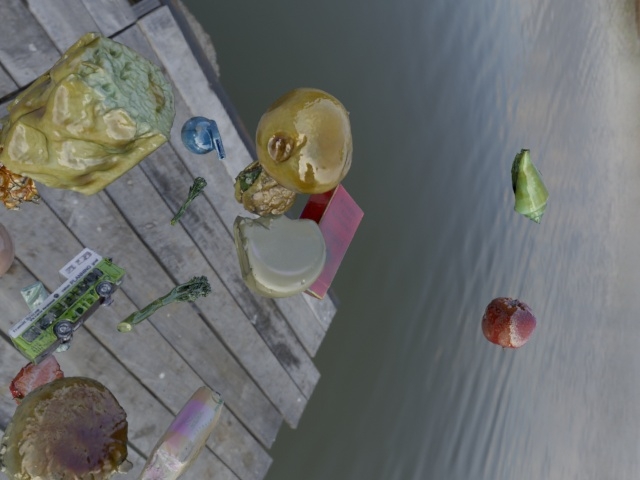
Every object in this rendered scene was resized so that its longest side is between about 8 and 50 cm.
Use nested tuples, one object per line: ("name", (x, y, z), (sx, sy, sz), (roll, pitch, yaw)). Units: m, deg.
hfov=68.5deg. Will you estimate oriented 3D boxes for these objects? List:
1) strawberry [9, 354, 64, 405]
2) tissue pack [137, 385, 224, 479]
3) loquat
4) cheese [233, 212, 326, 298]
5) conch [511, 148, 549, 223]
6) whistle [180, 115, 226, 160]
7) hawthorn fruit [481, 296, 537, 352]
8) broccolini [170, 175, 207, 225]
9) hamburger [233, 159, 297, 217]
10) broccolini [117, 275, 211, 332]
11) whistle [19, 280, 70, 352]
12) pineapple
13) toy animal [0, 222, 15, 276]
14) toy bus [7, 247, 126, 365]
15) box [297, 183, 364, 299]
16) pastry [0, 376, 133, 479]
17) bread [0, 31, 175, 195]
("strawberry", (-0.863, 0.433, 1.429), (0.146, 0.082, 0.187), (42, 30, -34))
("tissue pack", (-0.397, 0.581, 1.355), (0.215, 0.123, 0.256), (-58, -179, 25))
("loquat", (-0.031, -0.202, 0.958), (0.213, 0.213, 0.213), (-2, 92, -54))
("cheese", (-0.072, 0.024, 0.930), (0.203, 0.091, 0.175), (-12, 76, -37))
("conch", (0.478, -0.119, 1.085), (0.095, 0.080, 0.200), (-108, 180, -73))
("whistle", (-0.258, -0.220, 1.014), (0.090, 0.090, 0.158), (58, 3, -37))
("hawthorn fruit", (0.316, 0.143, 0.791), (0.093, 0.093, 0.093), (-2, 92, -54))
("broccolini", (-0.311, -0.094, 1.090), (0.030, 0.035, 0.140), (100, 17, -61))
("hamburger", (-0.131, -0.143, 1.251), (0.183, 0.206, 0.130), (-27, 80, -23))
("broccolini", (-0.443, 0.194, 1.403), (0.392, 0.074, 0.078), (-42, 132, -67))
("whistle", (-0.854, 0.242, 1.468), (0.062, 0.062, 0.312), (-51, 157, -41))
("pineapple", (-0.588, -0.139, 0.861), (0.079, 0.135, 0.233), (-30, 141, -21))
("toy animal", (-0.851, 0.048, 1.096), (0.230, 0.210, 0.221), (-2, 59, -28))
("toy bus", (-0.655, 0.165, 1.218), (0.139, 0.113, 0.301), (38, 54, -4))
("box", (0.000, -0.001, 1.412), (0.313, 0.089, 0.197), (-64, 147, -12))
("pastry", (-0.649, 0.513, 1.213), (0.329, 0.136, 0.329), (46, 30, -36))
("bread", (-0.393, -0.205, 0.798), (0.196, 0.252, 0.238), (46, 21, -42))
